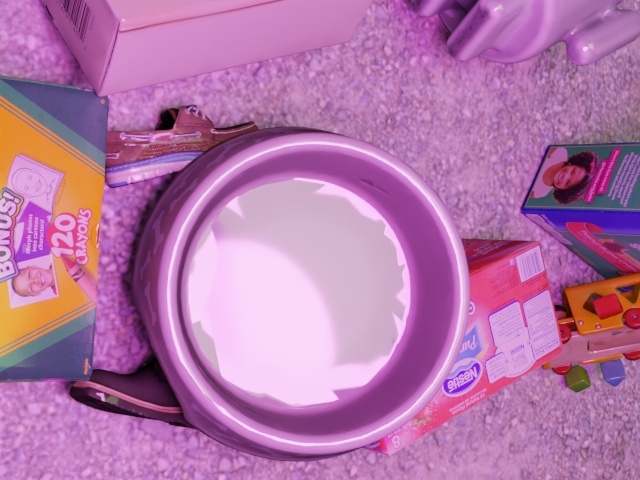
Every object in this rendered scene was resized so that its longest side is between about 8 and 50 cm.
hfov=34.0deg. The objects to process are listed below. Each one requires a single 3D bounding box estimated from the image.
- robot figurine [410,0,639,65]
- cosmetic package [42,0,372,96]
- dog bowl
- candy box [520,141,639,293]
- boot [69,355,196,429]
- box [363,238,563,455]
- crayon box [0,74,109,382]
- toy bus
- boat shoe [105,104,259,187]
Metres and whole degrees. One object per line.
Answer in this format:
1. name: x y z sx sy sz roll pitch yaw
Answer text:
1. robot figurine: 0.275 -0.352 1.304 0.353 0.200 0.300 -32 85 -30
2. cosmetic package: -0.108 -0.263 1.048 0.309 0.113 0.160 -21 68 -33
3. dog bowl: -0.011 0.052 1.037 0.349 0.102 0.349 1 87 -13
4. candy box: 0.476 -0.020 1.385 0.268 0.317 0.122 33 73 -31
5. boot: -0.161 0.120 1.091 0.198 0.077 0.137 24 73 -47
6. box: 0.130 0.116 1.248 0.300 0.142 0.154 -24 104 -32
7. crayon box: -0.296 -0.010 0.976 0.165 0.081 0.278 4 89 -36
8. toy bus: 0.365 0.109 1.431 0.202 0.191 0.104 18 45 -30
9. boat shoe: -0.142 -0.107 1.094 0.183 0.066 0.066 -19 101 -34
